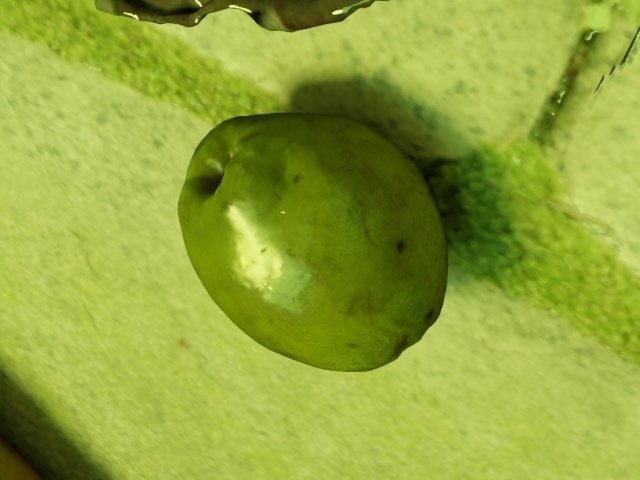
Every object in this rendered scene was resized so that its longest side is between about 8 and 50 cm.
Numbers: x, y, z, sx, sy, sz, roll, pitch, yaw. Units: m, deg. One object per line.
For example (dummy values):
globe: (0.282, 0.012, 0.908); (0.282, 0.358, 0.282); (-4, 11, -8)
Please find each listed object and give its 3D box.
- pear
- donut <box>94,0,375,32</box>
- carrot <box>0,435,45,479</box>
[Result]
pear: (0.000, 0.000, 0.782); (0.131, 0.107, 0.107); (37, 146, -23)
donut: (-0.104, -0.193, 0.617); (0.345, 0.136, 0.259); (-3, 128, 39)
carrot: (-0.269, 0.198, 1.122); (0.341, 0.224, 0.224); (41, 144, -22)
